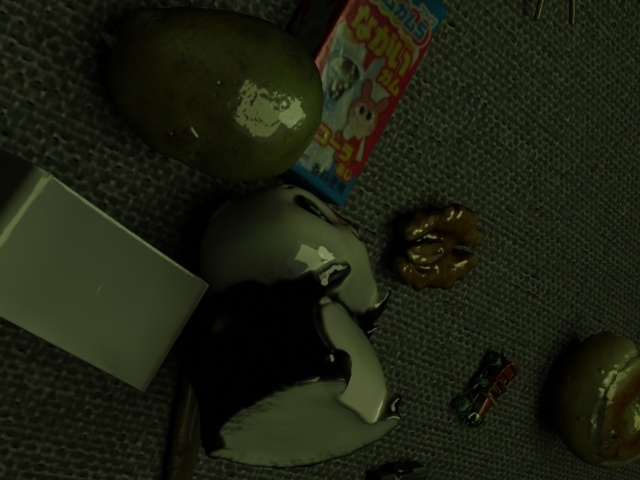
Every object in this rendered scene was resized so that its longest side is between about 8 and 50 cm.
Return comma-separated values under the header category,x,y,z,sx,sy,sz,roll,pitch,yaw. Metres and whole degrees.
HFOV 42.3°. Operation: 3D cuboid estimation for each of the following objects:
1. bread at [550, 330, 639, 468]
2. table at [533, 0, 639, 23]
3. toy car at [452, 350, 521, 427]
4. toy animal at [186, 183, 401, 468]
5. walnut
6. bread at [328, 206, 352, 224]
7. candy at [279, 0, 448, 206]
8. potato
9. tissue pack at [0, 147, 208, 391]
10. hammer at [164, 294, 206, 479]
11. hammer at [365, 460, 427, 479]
category,x,y,z,sx,sy,sz,roll,pitch,yaw
bread,0.553,0.344,1.662,0.192,0.171,0.314,-38,125,-19
table,0.428,-0.418,1.306,0.240,0.121,0.111,-23,120,-32
toy car,0.303,0.273,1.502,0.143,0.054,0.073,-51,130,-15
toy animal,-0.044,0.083,0.972,0.250,0.310,0.251,-6,140,-5
walnut,0.178,0.007,1.288,0.170,0.069,0.143,1,106,-39
bread,0.000,0.000,1.157,0.094,0.035,0.090,34,82,-42
candy,0.027,-0.215,1.057,0.157,0.100,0.306,34,82,-42
potato,-0.122,-0.167,0.896,0.251,0.159,0.174,21,68,-16
tissue pack,-0.265,0.029,0.862,0.246,0.159,0.136,42,77,-41
hammer,-0.184,0.287,1.102,0.168,0.044,0.440,2,105,-40
hammer,0.098,0.559,1.446,0.111,0.043,0.366,1,106,-41
